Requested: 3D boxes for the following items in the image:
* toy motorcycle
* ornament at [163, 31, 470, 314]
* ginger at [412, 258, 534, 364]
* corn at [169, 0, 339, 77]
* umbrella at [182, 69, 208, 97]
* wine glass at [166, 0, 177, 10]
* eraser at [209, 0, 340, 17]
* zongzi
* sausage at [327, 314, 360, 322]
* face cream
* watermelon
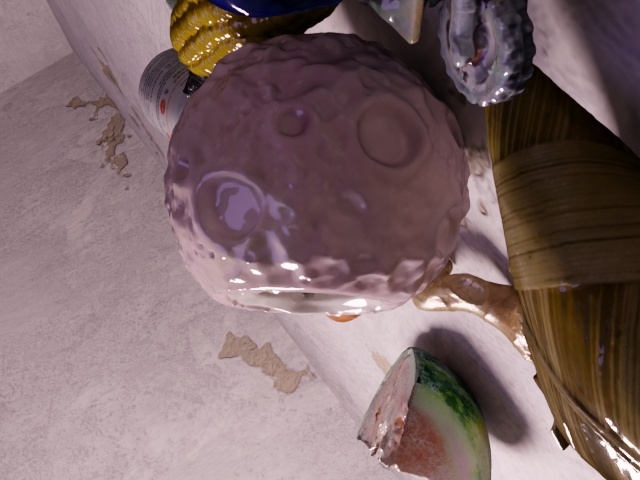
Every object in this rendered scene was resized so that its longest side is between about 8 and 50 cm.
[{"bbox_3d":[0.062,-0.189,0.390,0.130,0.094,0.229,97,150,-64],"label":"toy motorcycle"},{"bbox_3d":[-0.005,-0.055,0.599,0.259,0.260,0.225,113,160,-75],"label":"ornament"},{"bbox_3d":[0.176,0.074,0.684,0.288,0.075,0.089,27,155,56],"label":"ginger"},{"bbox_3d":[-0.073,-0.231,0.695,0.120,0.120,0.363,58,162,-14],"label":"corn"},{"bbox_3d":[-0.140,-0.245,0.890,0.037,0.143,0.040,14,-163,-16],"label":"umbrella"},{"bbox_3d":[-0.157,-0.328,0.856,0.073,0.073,0.155,55,171,1],"label":"wine glass"},{"bbox_3d":[-0.076,-0.274,0.458,0.332,0.102,0.155,-122,23,-47],"label":"eraser"},{"bbox_3d":[0.188,0.030,0.360,0.288,0.134,0.286,67,171,-16],"label":"zongzi"},{"bbox_3d":[0.000,0.000,1.014,0.259,0.114,0.113,58,167,-16],"label":"sausage"},{"bbox_3d":[-0.133,-0.167,1.000,0.370,0.145,0.145,39,159,50],"label":"face cream"},{"bbox_3d":[0.141,0.276,1.051,0.305,0.180,0.224,120,129,-78],"label":"watermelon"}]
